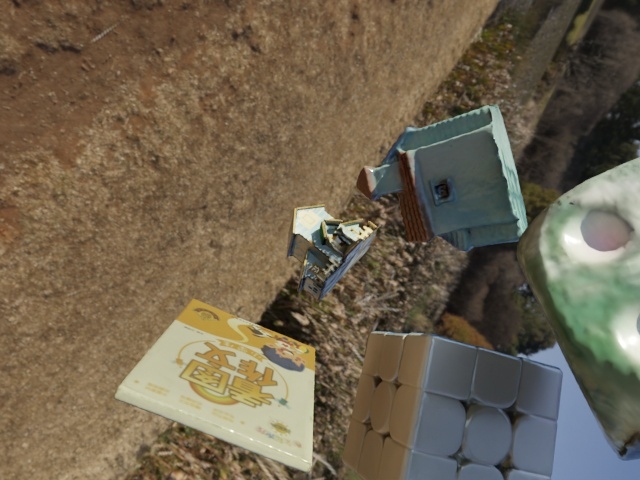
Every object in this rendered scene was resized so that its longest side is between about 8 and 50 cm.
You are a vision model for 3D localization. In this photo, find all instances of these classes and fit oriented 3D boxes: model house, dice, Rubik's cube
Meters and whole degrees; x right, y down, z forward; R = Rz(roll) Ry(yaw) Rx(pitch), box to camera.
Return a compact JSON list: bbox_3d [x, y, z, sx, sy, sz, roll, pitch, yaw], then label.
[{"bbox_3d":[0.261,-0.117,1.113,0.252,0.329,0.294,-26,101,-66],"label":"model house"},{"bbox_3d":[0.500,0.099,0.693,0.328,0.348,0.330,-26,142,19],"label":"dice"},{"bbox_3d":[0.000,0.000,1.368,0.271,0.206,0.178,-44,163,-28],"label":"model house"},{"bbox_3d":[0.245,0.351,0.977,0.292,0.290,0.291,149,-44,-70],"label":"Rubik's cube"}]

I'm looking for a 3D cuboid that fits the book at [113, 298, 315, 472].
[{"bbox_3d":[-0.105,0.162,0.632,0.295,0.208,0.020,-93,-153,-80],"label":"book"}]
